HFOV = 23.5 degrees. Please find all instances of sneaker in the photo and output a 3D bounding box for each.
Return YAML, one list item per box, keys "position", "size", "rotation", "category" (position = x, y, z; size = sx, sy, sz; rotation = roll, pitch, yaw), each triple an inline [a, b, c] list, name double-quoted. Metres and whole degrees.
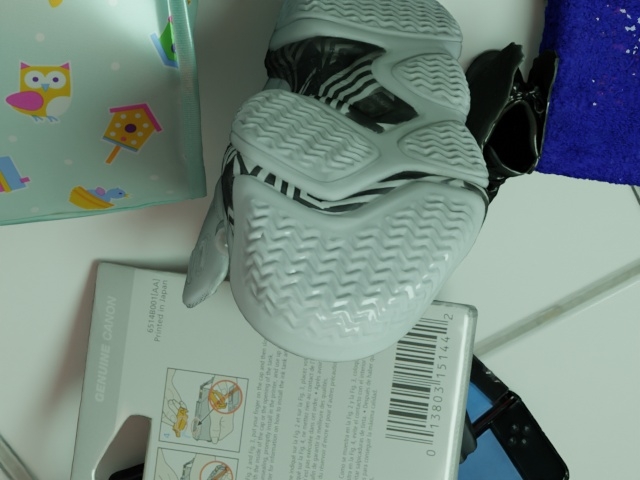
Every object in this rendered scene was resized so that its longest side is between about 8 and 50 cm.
- position: [0.000, 0.000, 0.883]
  size: [0.137, 0.366, 0.210]
  rotation: [17, 122, -5]
  category: "sneaker"
- position: [0.111, -0.059, 1.016]
  size: [0.051, 0.089, 0.170]
  rotation: [9, 116, -15]
  category: "sneaker"

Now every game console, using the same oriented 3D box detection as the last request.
- position: [0.088, 0.165, 1.140]
  size: [0.144, 0.124, 0.085]
  rotation: [-42, 144, 13]
  category: "game console"

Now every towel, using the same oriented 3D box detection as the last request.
- position: [0.295, -0.122, 0.977]
  size: [0.308, 0.076, 0.227]
  rotation: [7, 119, 5]
  category: "towel"

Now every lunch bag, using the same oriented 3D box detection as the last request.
- position: [-0.182, -0.131, 0.887]
  size: [0.223, 0.160, 0.262]
  rotation: [-7, 114, -7]
  category: "lunch bag"

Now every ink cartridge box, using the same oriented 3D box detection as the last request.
- position: [-0.039, 0.173, 1.062]
  size: [0.261, 0.066, 0.296]
  rotation: [8, 91, 9]
  category: "ink cartridge box"

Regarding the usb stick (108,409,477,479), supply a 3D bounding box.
- position: [-0.026, 0.167, 1.121]
  size: [0.278, 0.045, 0.077]
  rotation: [-19, 102, 7]
  category: "usb stick"
